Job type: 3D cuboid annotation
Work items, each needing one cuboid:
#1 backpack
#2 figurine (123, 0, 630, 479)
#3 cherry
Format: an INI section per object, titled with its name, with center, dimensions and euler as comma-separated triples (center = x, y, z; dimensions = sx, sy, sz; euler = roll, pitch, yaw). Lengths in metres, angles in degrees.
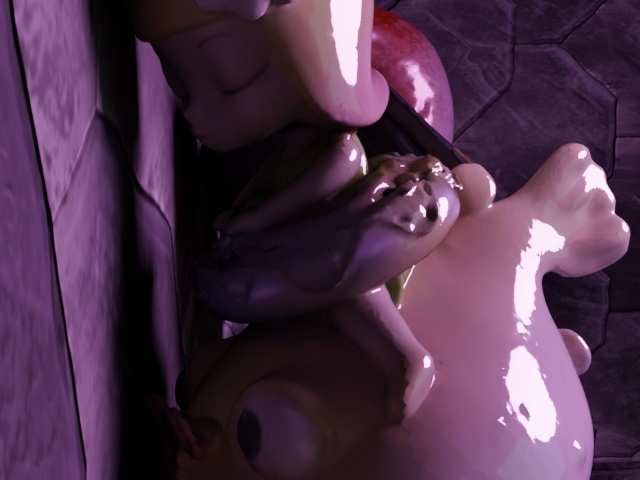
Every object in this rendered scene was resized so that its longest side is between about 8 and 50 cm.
[backpack]
center = 0.000, 0.000, 0.865
dimensions = 0.206, 0.133, 0.258
euler = 49, -16, 9
[figurine]
center = 0.022, -0.014, 0.651
dimensions = 0.227, 0.275, 0.394
euler = 4, -63, 64
[cherry]
center = 0.041, -0.127, 1.439
dimensions = 0.239, 0.206, 0.239
euler = -14, 90, -84
